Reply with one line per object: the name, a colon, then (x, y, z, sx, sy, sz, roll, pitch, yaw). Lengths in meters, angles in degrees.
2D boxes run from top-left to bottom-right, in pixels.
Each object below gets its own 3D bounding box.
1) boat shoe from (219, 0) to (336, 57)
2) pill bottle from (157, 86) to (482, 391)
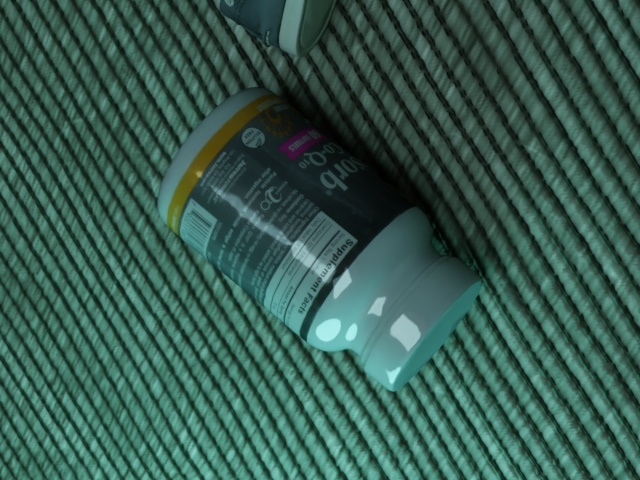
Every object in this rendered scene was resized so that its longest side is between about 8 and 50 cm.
boat shoe: (-0.021, -0.319, 1.404, 0.099, 0.116, 0.319, 23, 121, 17)
pill bottle: (0.000, 0.000, 1.468, 0.278, 0.162, 0.162, 39, 120, 13)
